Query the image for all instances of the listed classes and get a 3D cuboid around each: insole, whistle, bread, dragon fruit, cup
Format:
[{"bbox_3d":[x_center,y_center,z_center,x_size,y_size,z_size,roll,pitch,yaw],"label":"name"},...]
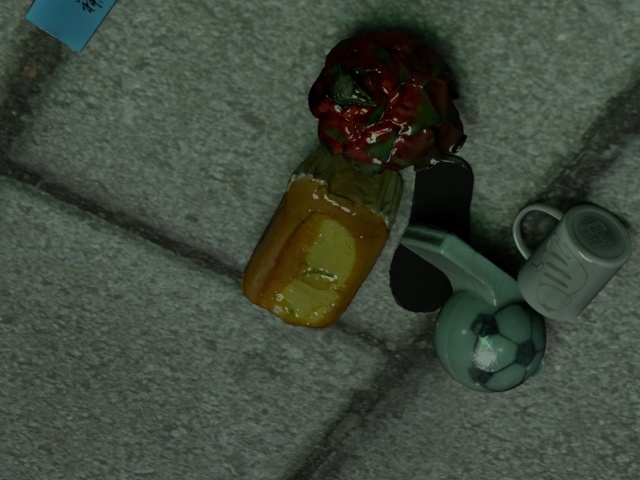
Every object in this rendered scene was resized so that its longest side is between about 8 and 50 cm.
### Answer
[{"bbox_3d":[0.150,-0.003,2.153,0.110,0.012,0.309,9,138,7],"label":"insole"},{"bbox_3d":[0.202,0.110,2.128,0.163,0.163,0.289,-26,133,38],"label":"whistle"},{"bbox_3d":[0.000,0.000,2.135,0.152,0.119,0.288,27,138,-4],"label":"bread"},{"bbox_3d":[0.077,-0.157,1.905,0.182,0.182,0.189,-7,123,26],"label":"dragon fruit"},{"bbox_3d":[0.308,0.021,2.059,0.136,0.099,0.133,24,139,-8],"label":"cup"}]

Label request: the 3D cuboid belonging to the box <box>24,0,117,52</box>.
[{"bbox_3d":[-0.238,-0.341,1.835,0.083,0.143,0.232,31,137,-13],"label":"box"}]
